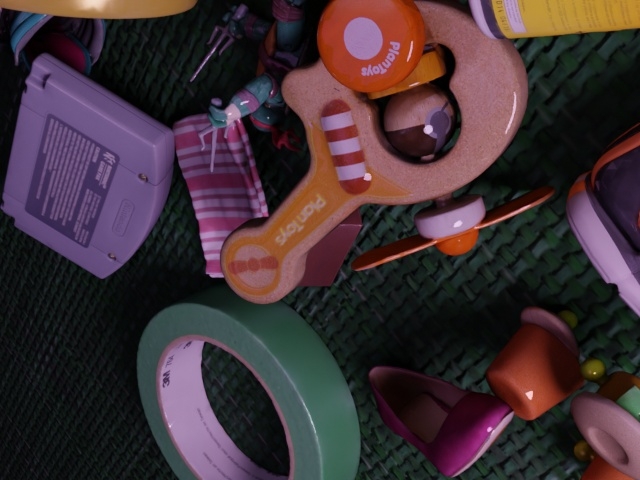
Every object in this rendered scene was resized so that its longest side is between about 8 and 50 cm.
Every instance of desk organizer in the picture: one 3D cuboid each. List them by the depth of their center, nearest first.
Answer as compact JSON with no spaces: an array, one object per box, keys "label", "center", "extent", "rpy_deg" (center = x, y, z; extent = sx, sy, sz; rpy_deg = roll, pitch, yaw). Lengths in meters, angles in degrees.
[{"label":"desk organizer","center":[0.000,0.000,0.907],"extent":[0.130,0.050,0.047],"rpy_deg":[115,151,-54]}]

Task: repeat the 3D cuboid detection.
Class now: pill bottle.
[{"label":"pill bottle","center":[0.201,-0.198,0.597],"extent":[0.184,0.103,0.103],"rpy_deg":[3,110,29]}]

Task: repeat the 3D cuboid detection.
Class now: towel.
[{"label":"towel","center":[-0.112,-0.049,0.980],"extent":[0.144,0.029,0.197],"rpy_deg":[0,108,54]}]

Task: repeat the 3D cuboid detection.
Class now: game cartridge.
[{"label":"game cartridge","center":[-0.292,-0.076,1.075],"extent":[0.198,0.062,0.297],"rpy_deg":[29,138,-7]}]

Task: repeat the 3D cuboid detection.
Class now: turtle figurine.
[{"label":"turtle figurine","center":[-0.051,-0.185,0.833],"extent":[0.175,0.118,0.234],"rpy_deg":[-102,28,-49]}]

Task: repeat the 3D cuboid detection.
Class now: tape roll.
[{"label":"tape roll","center":[-0.098,0.214,1.073],"extent":[0.321,0.077,0.322],"rpy_deg":[17,119,35]}]

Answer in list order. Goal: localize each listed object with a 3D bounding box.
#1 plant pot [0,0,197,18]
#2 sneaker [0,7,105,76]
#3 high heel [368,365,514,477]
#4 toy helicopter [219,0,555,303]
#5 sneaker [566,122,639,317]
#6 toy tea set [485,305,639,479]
[{"label":"plant pot","center":[-0.236,-0.359,0.822],"extent":[0.254,0.254,0.239],"rpy_deg":[26,121,31]},{"label":"sneaker","center":[-0.367,-0.259,1.077],"extent":[0.295,0.123,0.179],"rpy_deg":[-33,76,43]},{"label":"high heel","center":[0.103,0.152,0.809],"extent":[0.117,0.082,0.244],"rpy_deg":[44,171,7]},{"label":"toy helicopter","center":[0.040,-0.050,0.766],"extent":[0.235,0.140,0.355],"rpy_deg":[46,121,0]},{"label":"sneaker","center":[0.324,0.037,0.586],"extent":[0.321,0.124,0.180],"rpy_deg":[53,135,11]},{"label":"toy tea set","center":[0.295,0.176,0.709],"extent":[0.336,0.124,0.200],"rpy_deg":[49,163,9]}]
